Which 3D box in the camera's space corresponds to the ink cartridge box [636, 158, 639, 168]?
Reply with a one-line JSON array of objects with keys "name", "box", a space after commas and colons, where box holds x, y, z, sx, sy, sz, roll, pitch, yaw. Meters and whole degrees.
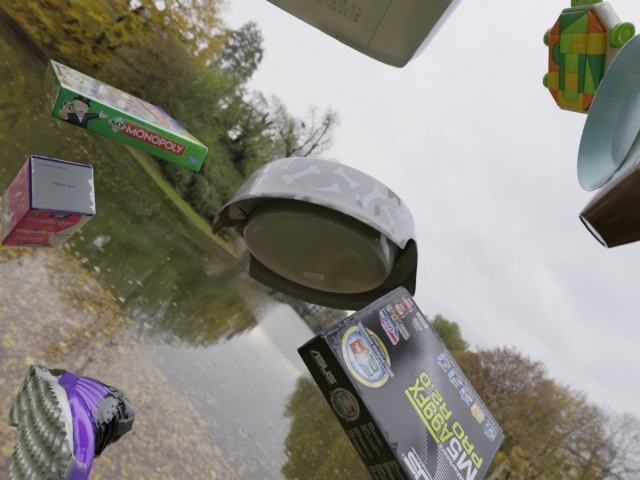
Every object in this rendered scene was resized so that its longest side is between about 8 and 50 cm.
[{"name": "ink cartridge box", "box": [0.666, -0.126, 0.693, 0.180, 0.045, 0.145, 30, -20, 3]}]

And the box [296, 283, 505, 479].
[{"name": "box", "box": [0.120, 0.214, 0.575, 0.216, 0.060, 0.270, -18, 71, -50]}]

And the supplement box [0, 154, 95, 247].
[{"name": "supplement box", "box": [-0.569, -0.070, 0.863, 0.111, 0.220, 0.113, 5, 68, -48]}]

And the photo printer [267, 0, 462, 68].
[{"name": "photo printer", "box": [0.025, -0.273, 0.258, 0.256, 0.107, 0.307, 26, -13, -6]}]

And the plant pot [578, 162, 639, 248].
[{"name": "plant pot", "box": [0.751, -0.087, 0.981, 0.215, 0.230, 0.215, 43, 22, -22]}]

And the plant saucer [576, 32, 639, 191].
[{"name": "plant saucer", "box": [0.383, -0.154, 0.523, 0.038, 0.194, 0.195, 12, -18, 13]}]

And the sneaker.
[{"name": "sneaker", "box": [-0.317, 0.244, 0.564, 0.146, 0.102, 0.294, 29, -13, -36]}]

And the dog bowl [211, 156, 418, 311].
[{"name": "dog bowl", "box": [0.000, 0.000, 0.707, 0.349, 0.102, 0.348, 14, -29, 8]}]

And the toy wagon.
[{"name": "toy wagon", "box": [0.684, -0.513, 1.092, 0.267, 0.068, 0.344, -112, -174, -63]}]

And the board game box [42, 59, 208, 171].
[{"name": "board game box", "box": [-0.348, -0.223, 0.722, 0.214, 0.046, 0.317, 17, 15, -41]}]
